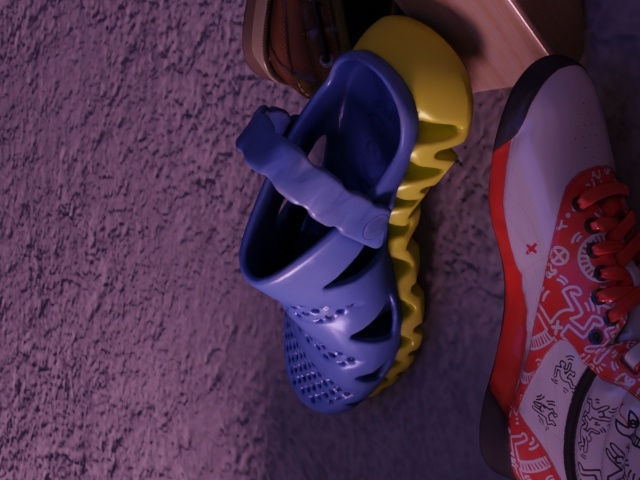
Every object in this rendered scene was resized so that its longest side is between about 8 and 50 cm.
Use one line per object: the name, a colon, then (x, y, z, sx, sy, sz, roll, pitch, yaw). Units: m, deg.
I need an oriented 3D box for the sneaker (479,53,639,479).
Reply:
sneaker: (0.174, 0.033, 0.799, 0.145, 0.090, 0.270, 18, 111, 45)

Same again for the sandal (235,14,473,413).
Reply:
sandal: (0.000, 0.000, 0.926, 0.126, 0.138, 0.317, 41, 141, 36)

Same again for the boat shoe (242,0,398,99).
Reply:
boat shoe: (0.024, -0.244, 0.934, 0.104, 0.111, 0.307, 27, 123, 40)

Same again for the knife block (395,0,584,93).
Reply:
knife block: (0.039, -0.227, 0.805, 0.088, 0.242, 0.275, -3, 92, 50)
